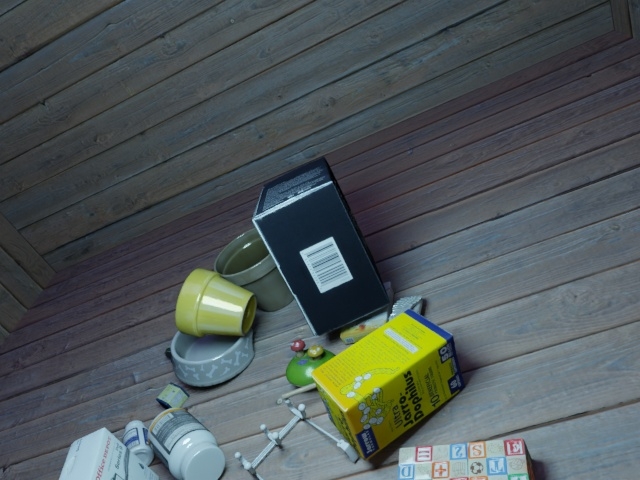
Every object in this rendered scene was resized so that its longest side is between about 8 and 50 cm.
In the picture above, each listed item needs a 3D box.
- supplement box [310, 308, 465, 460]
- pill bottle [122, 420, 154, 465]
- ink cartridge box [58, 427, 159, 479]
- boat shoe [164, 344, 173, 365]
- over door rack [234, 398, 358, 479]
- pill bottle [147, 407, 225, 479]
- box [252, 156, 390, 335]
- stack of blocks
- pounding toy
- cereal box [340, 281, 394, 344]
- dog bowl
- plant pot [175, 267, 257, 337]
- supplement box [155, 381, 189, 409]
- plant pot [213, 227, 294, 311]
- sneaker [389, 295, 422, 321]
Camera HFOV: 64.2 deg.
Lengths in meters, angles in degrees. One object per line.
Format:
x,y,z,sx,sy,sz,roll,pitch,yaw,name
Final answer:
0.189,0.385,1.407,0.357,0.194,0.195,-30,28,-18,supplement box
-0.642,0.711,1.789,0.094,0.094,0.169,-35,29,-10,pill bottle
-0.625,0.740,1.524,0.122,0.289,0.211,-28,29,4,ink cartridge box
-0.580,0.489,2.101,0.224,0.080,0.073,4,38,38,boat shoe
-0.084,0.601,1.451,0.239,0.108,0.324,-43,32,-22,over door rack
-0.424,0.655,1.615,0.162,0.162,0.279,-44,33,-24,pill bottle
0.000,0.000,1.862,0.298,0.479,0.471,-25,18,4,box
0.329,0.562,1.162,0.297,0.087,0.171,-16,32,23,stack of blocks
-0.040,0.395,1.670,0.183,0.110,0.237,-12,17,9,pounding toy
0.170,0.257,1.827,0.173,0.047,0.240,-18,31,23,cereal box
-0.421,0.404,1.997,0.349,0.102,0.348,-11,30,6,dog bowl
-0.377,0.251,1.919,0.239,0.253,0.254,12,41,10,plant pot
-0.560,0.595,1.937,0.083,0.056,0.083,2,42,44,supplement box
-0.238,0.139,2.140,0.323,0.280,0.323,-22,29,13,plant pot
0.290,0.257,1.694,0.090,0.094,0.235,-16,12,31,sneaker
